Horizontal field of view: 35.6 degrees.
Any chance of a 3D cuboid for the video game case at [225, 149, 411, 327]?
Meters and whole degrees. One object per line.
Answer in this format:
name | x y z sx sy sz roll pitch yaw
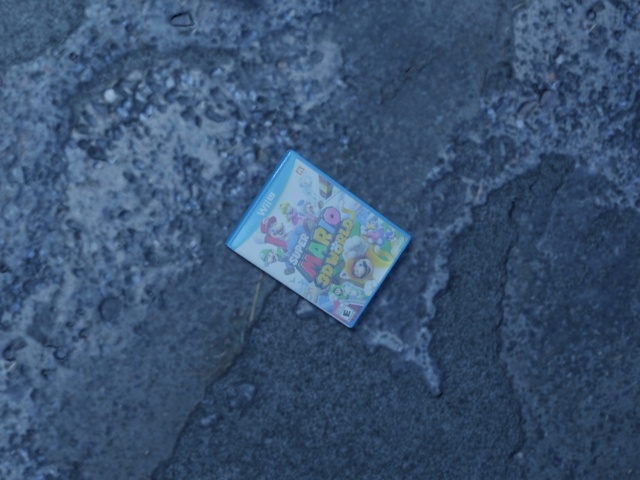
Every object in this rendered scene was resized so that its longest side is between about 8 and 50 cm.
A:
video game case | 0.000 0.000 1.042 0.166 0.015 0.119 35 88 -20
